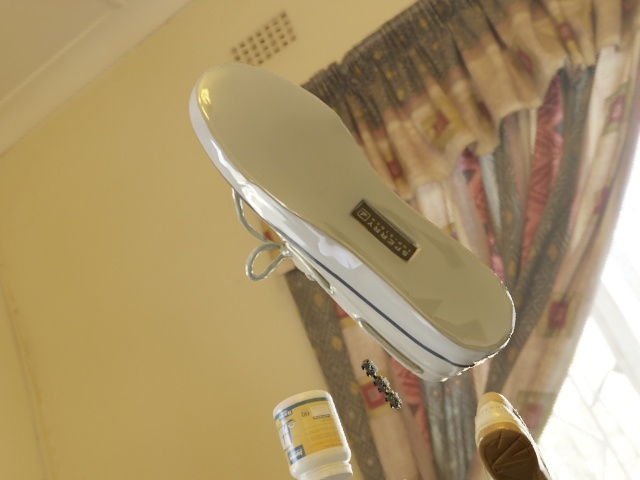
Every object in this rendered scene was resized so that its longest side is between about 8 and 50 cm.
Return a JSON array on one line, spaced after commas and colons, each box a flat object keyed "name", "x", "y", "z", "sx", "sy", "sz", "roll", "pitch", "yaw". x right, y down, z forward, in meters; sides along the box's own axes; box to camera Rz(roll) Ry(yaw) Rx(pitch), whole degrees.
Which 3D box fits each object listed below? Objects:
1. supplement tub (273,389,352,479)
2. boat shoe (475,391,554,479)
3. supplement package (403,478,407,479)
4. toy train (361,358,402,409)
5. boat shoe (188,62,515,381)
[{"name": "supplement tub", "x": -0.016, "y": 0.461, "z": 1.772, "sx": 0.145, "sy": 0.199, "sz": 0.144, "roll": -16, "pitch": -29, "yaw": -9}, {"name": "boat shoe", "x": 0.358, "y": 0.416, "z": 1.392, "sx": 0.122, "sy": 0.110, "sz": 0.341, "roll": -15, "pitch": -58, "yaw": 10}, {"name": "supplement package", "x": 0.132, "y": 0.509, "z": 1.126, "sx": 0.203, "sy": 0.194, "sz": 0.149, "roll": -39, "pitch": -31, "yaw": -33}, {"name": "toy train", "x": 0.155, "y": 0.361, "z": 1.940, "sx": 0.027, "sy": 0.158, "sz": 0.036, "roll": -29, "pitch": 14, "yaw": 28}, {"name": "boat shoe", "x": 0.006, "y": -0.004, "z": 0.740, "sx": 0.136, "sy": 0.367, "sz": 0.156, "roll": -45, "pitch": -6, "yaw": -38}]
